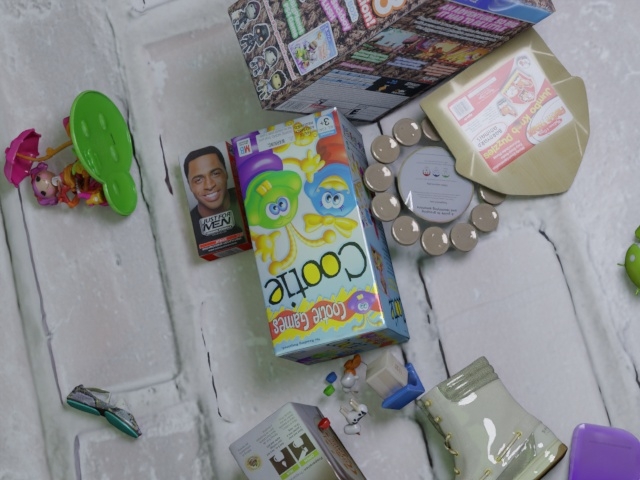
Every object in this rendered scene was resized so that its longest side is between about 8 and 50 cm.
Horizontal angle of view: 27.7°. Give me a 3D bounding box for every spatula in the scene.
[{"bbox_3d":[0.317,0.361,1.503,0.084,0.030,0.296,6,77,15],"label":"spatula"}]

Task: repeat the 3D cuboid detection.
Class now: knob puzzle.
[{"bbox_3d":[0.246,-0.140,1.611,0.213,0.030,0.213,0,88,0],"label":"knob puzzle"}]

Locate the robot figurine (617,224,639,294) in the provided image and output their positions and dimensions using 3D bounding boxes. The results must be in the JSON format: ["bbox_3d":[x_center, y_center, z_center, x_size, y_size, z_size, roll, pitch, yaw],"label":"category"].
[{"bbox_3d":[0.410,0.017,1.530,0.115,0.067,0.101,-31,64,8],"label":"robot figurine"}]

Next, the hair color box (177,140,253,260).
[{"bbox_3d":[-0.135,-0.051,1.697,0.072,0.043,0.141,-17,76,12],"label":"hair color box"}]

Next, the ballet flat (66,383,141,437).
[{"bbox_3d":[-0.276,0.217,1.693,0.114,0.041,0.041,23,87,16],"label":"ballet flat"}]

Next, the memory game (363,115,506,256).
[{"bbox_3d":[0.142,-0.069,1.602,0.186,0.012,0.186,4,74,-14],"label":"memory game"}]

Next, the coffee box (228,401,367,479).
[{"bbox_3d":[0.012,0.321,1.545,0.098,0.141,0.246,-37,73,6],"label":"coffee box"}]

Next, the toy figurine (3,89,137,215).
[{"bbox_3d":[-0.346,-0.098,1.744,0.159,0.130,0.173,-14,102,26],"label":"toy figurine"}]

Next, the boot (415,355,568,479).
[{"bbox_3d":[0.164,0.259,1.550,0.213,0.077,0.165,-41,74,0],"label":"boot"}]

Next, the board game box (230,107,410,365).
[{"bbox_3d":[0.000,0.000,1.601,0.142,0.144,0.275,-16,76,12],"label":"board game box"}]

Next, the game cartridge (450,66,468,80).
[{"bbox_3d":[0.193,-0.174,1.647,0.056,0.017,0.083,-43,73,1],"label":"game cartridge"}]

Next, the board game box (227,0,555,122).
[{"bbox_3d":[0.082,-0.271,1.531,0.291,0.232,0.141,-29,73,33],"label":"board game box"}]

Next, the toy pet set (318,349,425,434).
[{"bbox_3d":[0.064,0.187,1.575,0.114,0.122,0.065,-38,106,21],"label":"toy pet set"}]
